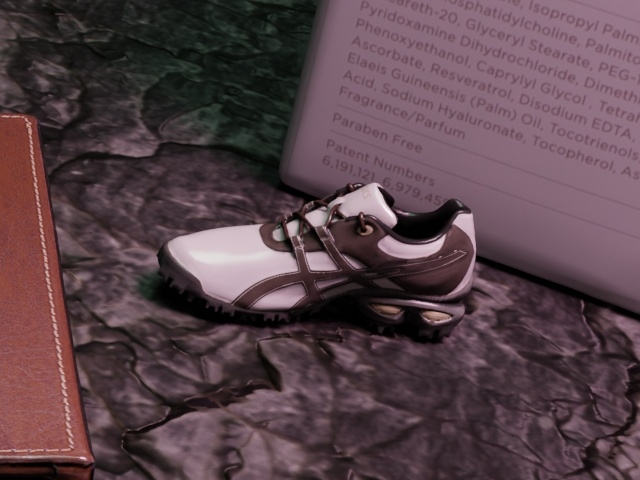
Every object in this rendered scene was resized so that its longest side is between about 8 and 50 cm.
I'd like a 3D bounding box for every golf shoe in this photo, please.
[{"bbox_3d":[0.000,0.000,1.133,0.198,0.093,0.077,4,30,-16],"label":"golf shoe"}]

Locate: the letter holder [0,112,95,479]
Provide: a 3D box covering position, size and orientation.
[{"bbox_3d":[-0.230,0.068,0.835,0.215,0.152,0.302,4,29,-16],"label":"letter holder"}]

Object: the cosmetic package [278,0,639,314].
[{"bbox_3d":[0.206,-0.211,1.300,0.327,0.393,0.329,20,29,11],"label":"cosmetic package"}]
